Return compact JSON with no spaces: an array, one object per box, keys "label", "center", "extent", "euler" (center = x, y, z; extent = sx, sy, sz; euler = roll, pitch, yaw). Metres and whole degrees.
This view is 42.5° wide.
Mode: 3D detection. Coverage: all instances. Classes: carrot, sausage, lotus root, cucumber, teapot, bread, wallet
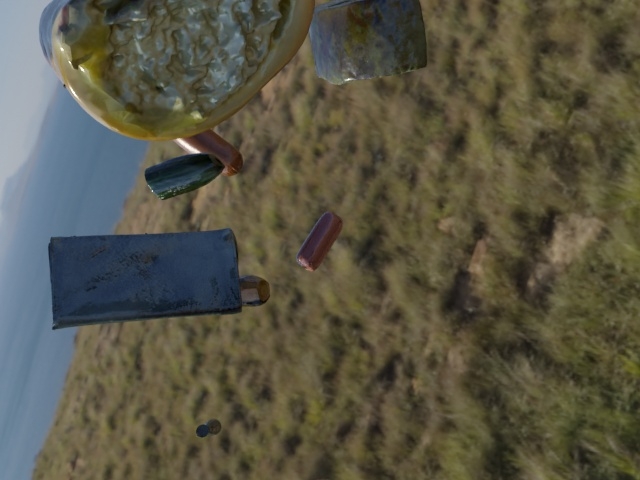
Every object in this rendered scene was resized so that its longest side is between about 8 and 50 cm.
[{"label":"carrot","center":[-0.202,0.124,2.003],"extent":[0.173,0.082,0.082],"euler":[-3,66,33]},{"label":"sausage","center":[0.000,0.000,1.961],"extent":[0.154,0.062,0.062],"euler":[-58,15,-20]},{"label":"lotus root","center":[0.061,-0.312,1.259],"extent":[0.235,0.138,0.119],"euler":[26,135,61]},{"label":"cucumber","center":[-0.169,-0.085,1.034],"extent":[0.105,0.048,0.048],"euler":[-16,51,23]},{"label":"sausage","center":[-0.261,-0.217,1.878],"extent":[0.076,0.197,0.076],"euler":[-54,0,-1]},{"label":"teapot","center":[-0.279,0.469,2.045],"extent":[0.110,0.043,0.043],"euler":[44,-118,-80]},{"label":"bread","center":[-0.161,-0.249,0.954],"extent":[0.315,0.211,0.270],"euler":[-37,25,-13]},{"label":"wallet","center":[-0.347,0.073,1.656],"extent":[0.046,0.379,0.191],"euler":[126,138,-65]}]

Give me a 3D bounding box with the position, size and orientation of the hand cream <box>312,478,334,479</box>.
[{"label":"hand cream","center":[0.008,0.479,1.309],"extent":[0.125,0.193,0.193],"euler":[118,165,-76]}]
